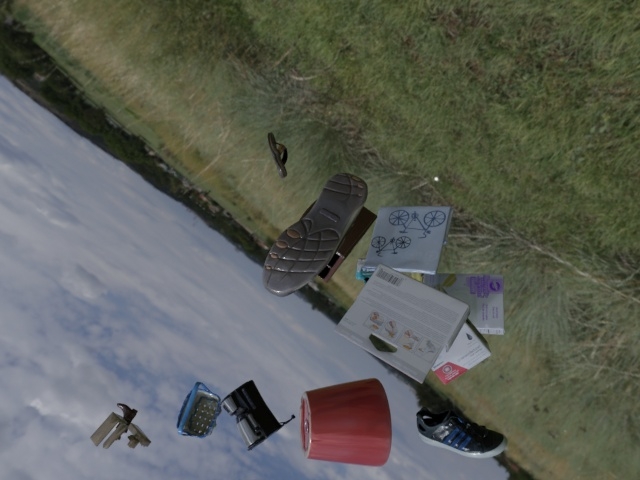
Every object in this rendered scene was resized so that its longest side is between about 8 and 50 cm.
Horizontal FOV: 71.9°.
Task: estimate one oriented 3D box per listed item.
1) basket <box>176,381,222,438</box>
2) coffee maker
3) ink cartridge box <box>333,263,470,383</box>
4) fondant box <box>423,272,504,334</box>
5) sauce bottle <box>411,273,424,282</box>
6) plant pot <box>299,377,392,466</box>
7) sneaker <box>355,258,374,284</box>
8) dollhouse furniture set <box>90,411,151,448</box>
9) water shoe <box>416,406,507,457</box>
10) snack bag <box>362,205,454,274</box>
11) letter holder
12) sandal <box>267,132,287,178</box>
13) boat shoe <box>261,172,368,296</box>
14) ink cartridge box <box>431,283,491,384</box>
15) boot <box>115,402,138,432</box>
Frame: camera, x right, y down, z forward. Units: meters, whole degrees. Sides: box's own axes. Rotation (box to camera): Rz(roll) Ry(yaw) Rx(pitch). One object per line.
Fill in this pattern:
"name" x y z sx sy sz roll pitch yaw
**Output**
"basket" -0.629 0.882 2.280 0.200 0.255 0.289 10 153 16
"coffee maker" -0.207 0.547 1.413 0.171 0.120 0.178 -13 -119 -51
"ink cartridge box" 0.229 0.232 1.258 0.296 0.261 0.066 26 156 32
"fondant box" 0.604 0.265 1.878 0.329 0.239 0.096 -1 154 22
"sauce bottle" 0.515 0.225 2.206 0.111 0.345 0.111 -3 162 -1
"plant pot" 0.066 0.579 1.399 0.242 0.275 0.275 2 -178 -12
"sneaker" 0.239 0.171 2.013 0.106 0.110 0.275 4 159 41
"dollhouse furniture set" -0.816 0.817 1.808 0.144 0.123 0.151 26 156 34
"water shoe" 0.309 0.427 0.992 0.203 0.073 0.080 -8 106 35
"snack bag" 0.360 -0.005 1.808 0.322 0.343 0.037 2 146 28
"letter holder" 0.036 -0.034 1.617 0.214 0.302 0.152 37 133 5
"sandal" -0.146 -0.314 1.611 0.090 0.060 0.219 75 175 -48
"boat shoe" 0.000 0.000 1.065 0.132 0.355 0.130 35 162 19
"ink cartridge box" 0.417 0.320 1.524 0.273 0.197 0.114 50 -165 3
"boot" -0.910 0.814 2.017 0.106 0.114 0.037 26 140 -5
